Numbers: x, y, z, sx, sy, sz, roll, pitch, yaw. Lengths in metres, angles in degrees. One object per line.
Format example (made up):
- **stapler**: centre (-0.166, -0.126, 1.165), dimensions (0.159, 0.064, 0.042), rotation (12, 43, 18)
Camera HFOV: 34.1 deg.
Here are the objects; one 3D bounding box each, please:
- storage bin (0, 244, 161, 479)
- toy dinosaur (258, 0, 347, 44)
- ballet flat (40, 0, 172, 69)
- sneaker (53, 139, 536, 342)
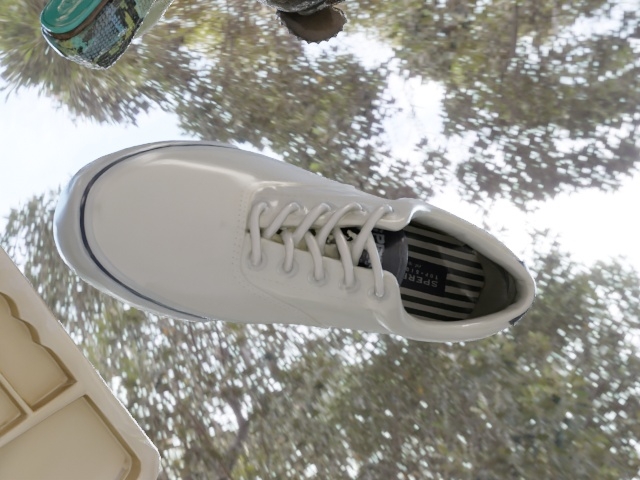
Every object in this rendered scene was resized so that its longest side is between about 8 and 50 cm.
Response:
- **storage bin**: centre (-0.239, 0.046, 0.509), dimensions (0.123, 0.262, 0.260), rotation (-45, -60, -27)
- **toy dinosaur**: centre (-0.024, -0.300, 1.115), dimensions (0.160, 0.313, 0.121), rotation (-47, -113, 14)
- **ballet flat**: centre (-0.107, -0.190, 0.682), dimensions (0.070, 0.070, 0.188), rotation (42, -96, -18)
- **sneaker**: centre (0.000, 0.000, 0.529), dimensions (0.258, 0.091, 0.094), rotation (8, -99, -33)
